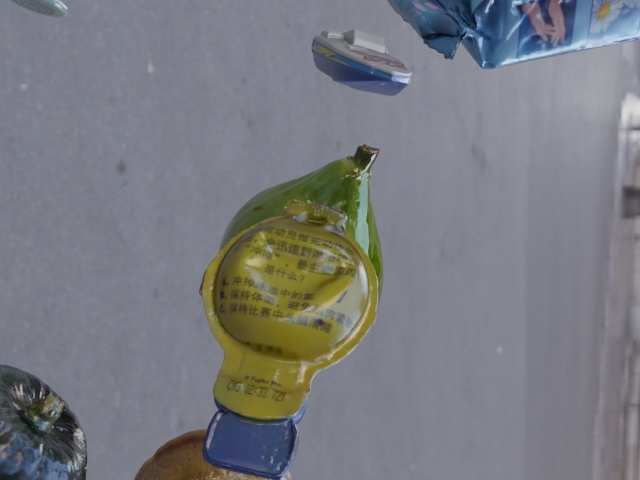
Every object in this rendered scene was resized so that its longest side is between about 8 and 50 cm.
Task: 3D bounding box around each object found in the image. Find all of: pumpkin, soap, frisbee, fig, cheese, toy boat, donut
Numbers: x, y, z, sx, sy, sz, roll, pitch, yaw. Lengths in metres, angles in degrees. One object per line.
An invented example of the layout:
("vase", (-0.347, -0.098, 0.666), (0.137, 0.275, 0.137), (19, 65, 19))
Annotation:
("pumpkin", (-0.356, 0.233, 1.215), (0.211, 0.152, 0.212), (39, 22, -19))
("soap", (0.193, -0.202, 0.764), (0.156, 0.293, 0.077), (-116, -162, -50))
("frisbee", (-0.440, -0.367, 1.626), (0.110, 0.110, 0.014), (32, 73, -66))
("fig", (-0.024, 0.005, 1.383), (0.233, 0.233, 0.314), (-42, 139, -63))
("cheese", (-0.036, 0.078, 0.903), (0.064, 0.156, 0.250), (85, 20, -62))
("toy boat", (0.074, -0.273, 1.635), (0.295, 0.129, 0.088), (-125, -130, -70))
("donut", (-0.180, 0.484, 1.846), (0.299, 0.317, 0.150), (-54, -159, 18))
